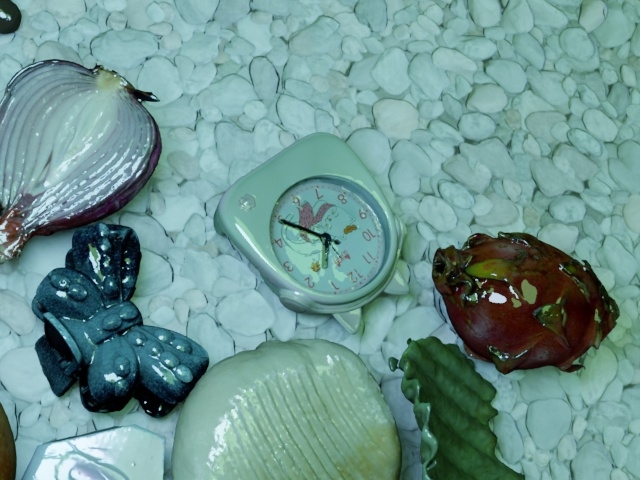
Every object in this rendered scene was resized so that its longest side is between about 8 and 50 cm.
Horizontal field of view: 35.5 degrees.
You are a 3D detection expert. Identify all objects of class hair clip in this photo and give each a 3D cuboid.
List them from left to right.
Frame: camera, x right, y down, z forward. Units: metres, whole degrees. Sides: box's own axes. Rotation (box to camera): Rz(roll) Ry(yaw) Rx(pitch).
[{"bbox_3d":[-0.325,0.138,1.530,0.206,0.194,0.310,-25,78,-33],"label":"hair clip"}]

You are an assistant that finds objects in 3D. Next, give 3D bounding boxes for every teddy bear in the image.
[{"bbox_3d":[-0.578,-0.413,1.686,0.160,0.078,0.119,30,64,-3],"label":"teddy bear"}]

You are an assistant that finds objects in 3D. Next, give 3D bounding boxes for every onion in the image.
[{"bbox_3d":[-0.411,-0.109,1.594,0.267,0.159,0.348,33,80,9],"label":"onion"}]

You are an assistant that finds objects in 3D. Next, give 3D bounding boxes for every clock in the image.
[{"bbox_3d":[0.000,0.000,1.687,0.265,0.108,0.324,-34,84,-23],"label":"clock"}]

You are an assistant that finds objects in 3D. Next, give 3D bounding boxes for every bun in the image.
[{"bbox_3d":[-0.061,0.327,1.505,0.365,0.219,0.365,4,80,-23],"label":"bun"}]

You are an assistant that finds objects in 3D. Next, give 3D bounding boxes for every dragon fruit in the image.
[{"bbox_3d":[0.335,0.107,1.679,0.315,0.250,0.250,8,69,-33],"label":"dragon fruit"}]

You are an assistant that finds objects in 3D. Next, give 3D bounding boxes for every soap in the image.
[{"bbox_3d":[-0.355,0.427,1.450,0.208,0.115,0.346,25,68,-6],"label":"soap"}]

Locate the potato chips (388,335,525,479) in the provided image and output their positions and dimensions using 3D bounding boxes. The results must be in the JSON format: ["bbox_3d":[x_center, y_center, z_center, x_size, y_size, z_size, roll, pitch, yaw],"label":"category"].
[{"bbox_3d":[0.207,0.328,1.546,0.097,0.389,0.373,-13,76,26],"label":"potato chips"}]

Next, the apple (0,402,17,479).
[{"bbox_3d":[-0.557,0.306,1.335,0.277,0.319,0.319,50,65,-24],"label":"apple"}]
